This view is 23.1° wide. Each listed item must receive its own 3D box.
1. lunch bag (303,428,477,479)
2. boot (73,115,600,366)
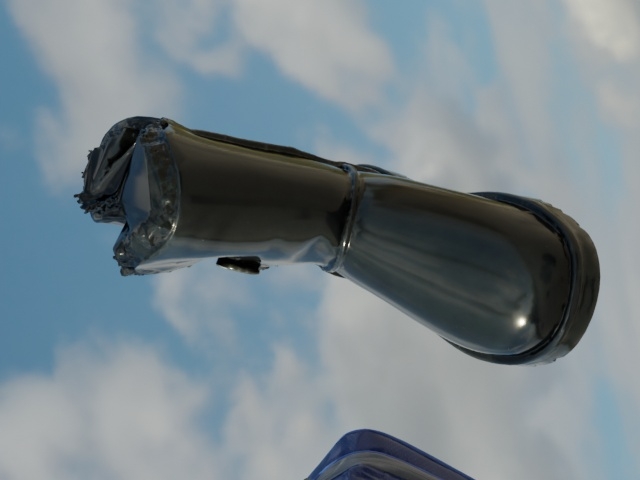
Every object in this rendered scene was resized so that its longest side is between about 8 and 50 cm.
[{"bbox_3d":[0.028,0.116,0.569,0.098,0.067,0.065,31,-153,-14],"label":"lunch bag"},{"bbox_3d":[0.000,0.000,0.849,0.207,0.246,0.094,6,-78,-35],"label":"boot"}]
